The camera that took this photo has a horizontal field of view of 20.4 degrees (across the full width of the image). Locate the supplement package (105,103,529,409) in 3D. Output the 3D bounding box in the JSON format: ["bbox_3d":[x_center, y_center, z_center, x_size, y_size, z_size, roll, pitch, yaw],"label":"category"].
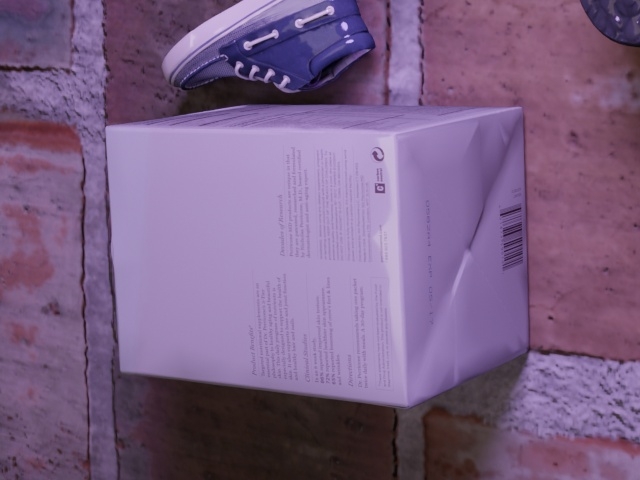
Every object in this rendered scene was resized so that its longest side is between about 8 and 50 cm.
[{"bbox_3d":[0.000,0.000,1.375,0.262,0.198,0.199,4,101,33],"label":"supplement package"}]

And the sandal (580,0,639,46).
[{"bbox_3d":[0.275,-0.345,1.199,0.167,0.107,0.446,10,92,33],"label":"sandal"}]

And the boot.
[{"bbox_3d":[-0.046,-0.150,1.456,0.190,0.069,0.086,-30,79,32],"label":"boot"}]
